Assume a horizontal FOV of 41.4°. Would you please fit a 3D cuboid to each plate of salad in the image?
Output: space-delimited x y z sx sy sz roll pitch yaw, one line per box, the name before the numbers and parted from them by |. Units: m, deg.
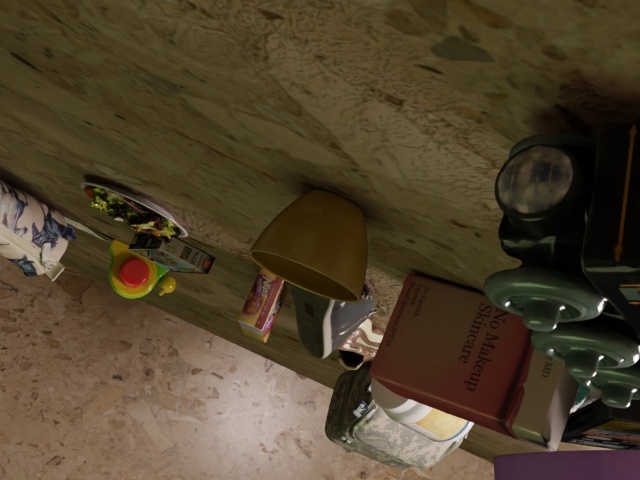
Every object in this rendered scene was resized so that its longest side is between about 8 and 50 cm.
plate of salad | -0.322 -0.043 1.444 0.200 0.048 0.200 22 166 6

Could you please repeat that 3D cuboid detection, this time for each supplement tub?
supplement tub | 0.211 0.318 1.725 0.200 0.144 0.144 34 163 -37

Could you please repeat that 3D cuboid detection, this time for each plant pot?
plant pot | 0.000 0.000 0.951 0.134 0.095 0.134 23 166 6

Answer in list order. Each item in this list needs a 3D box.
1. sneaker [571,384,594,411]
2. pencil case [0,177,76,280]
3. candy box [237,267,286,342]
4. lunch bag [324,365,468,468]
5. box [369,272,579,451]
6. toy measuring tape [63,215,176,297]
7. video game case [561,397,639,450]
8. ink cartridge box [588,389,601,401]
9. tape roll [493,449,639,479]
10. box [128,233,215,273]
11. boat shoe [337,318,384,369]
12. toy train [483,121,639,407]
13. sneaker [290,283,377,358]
sneaker | 0.402 0.225 1.252 0.076 0.065 0.166 4 166 11
pencil case | -0.684 -0.059 1.750 0.183 0.160 0.410 36 174 28
candy box | -0.107 0.124 1.595 0.053 0.109 0.186 23 166 3
lunch bag | 0.193 0.447 2.170 0.305 0.212 0.256 27 150 -18
box | 0.205 0.154 1.084 0.232 0.148 0.127 16 165 29
toy measuring tape | -0.497 0.054 1.983 0.330 0.121 0.121 26 167 -10
video game case | 0.453 0.233 1.028 0.275 0.035 0.248 6 162 4
ink cartridge box | 0.430 0.218 1.160 0.089 0.052 0.122 12 164 36
tape roll | 0.359 0.316 1.066 0.275 0.090 0.275 0 163 0
box | -0.303 0.026 1.708 0.114 0.036 0.207 30 166 -25
boat shoe | 0.063 0.200 1.626 0.095 0.095 0.257 17 165 26
toy train | 0.245 0.031 0.586 0.190 0.142 0.334 1 156 37
sneaker | 0.025 0.066 1.244 0.083 0.118 0.222 38 146 28
